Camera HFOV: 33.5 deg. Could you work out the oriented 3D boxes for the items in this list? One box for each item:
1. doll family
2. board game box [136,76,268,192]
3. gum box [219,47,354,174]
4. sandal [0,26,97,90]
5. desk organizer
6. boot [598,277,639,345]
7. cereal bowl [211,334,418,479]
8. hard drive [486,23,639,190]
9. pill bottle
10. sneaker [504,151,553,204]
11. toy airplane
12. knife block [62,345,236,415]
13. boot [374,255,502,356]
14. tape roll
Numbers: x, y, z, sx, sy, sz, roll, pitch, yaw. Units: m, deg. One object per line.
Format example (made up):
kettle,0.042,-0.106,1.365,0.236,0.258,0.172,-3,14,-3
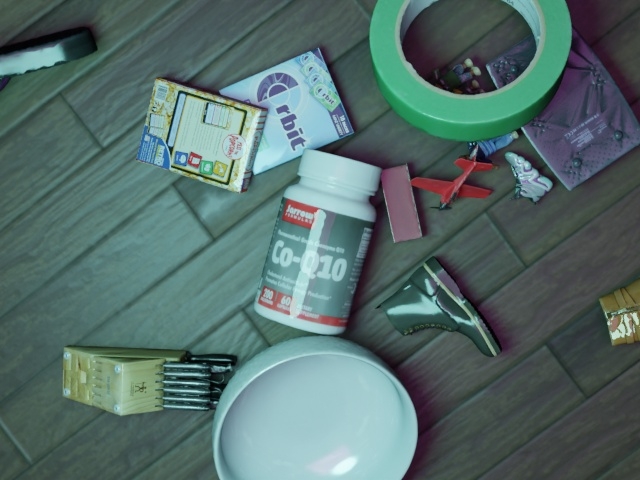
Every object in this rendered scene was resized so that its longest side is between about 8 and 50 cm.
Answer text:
doll family,0.246,-0.204,1.779,0.111,0.076,0.193,-36,80,-17
board game box,-0.199,-0.177,1.784,0.193,0.045,0.147,19,102,12
gum box,-0.057,-0.218,1.807,0.184,0.041,0.157,-22,92,2
sandal,-0.582,-0.246,1.765,0.445,0.167,0.107,-14,110,2
desk organizer,0.136,-0.063,1.809,0.050,0.047,0.130,-12,93,4
boot,0.560,0.152,1.771,0.152,0.073,0.197,-19,53,9
cereal bowl,-0.017,0.300,1.761,0.338,0.141,0.339,-5,113,-11
hard drive,0.409,-0.230,1.789,0.172,0.054,0.255,-34,91,3
pill bottle,0.000,0.000,1.758,0.161,0.161,0.283,15,93,0
sneaker,0.338,-0.099,1.806,0.098,0.038,0.069,39,92,0
toy airplane,0.232,-0.098,1.771,0.151,0.151,0.028,-11,50,2
knife block,-0.277,0.234,1.827,0.275,0.242,0.088,5,93,46
boot,0.202,0.145,1.813,0.137,0.077,0.198,-39,78,7
tape roll,0.241,-0.321,1.724,0.321,0.077,0.321,-2,72,5
